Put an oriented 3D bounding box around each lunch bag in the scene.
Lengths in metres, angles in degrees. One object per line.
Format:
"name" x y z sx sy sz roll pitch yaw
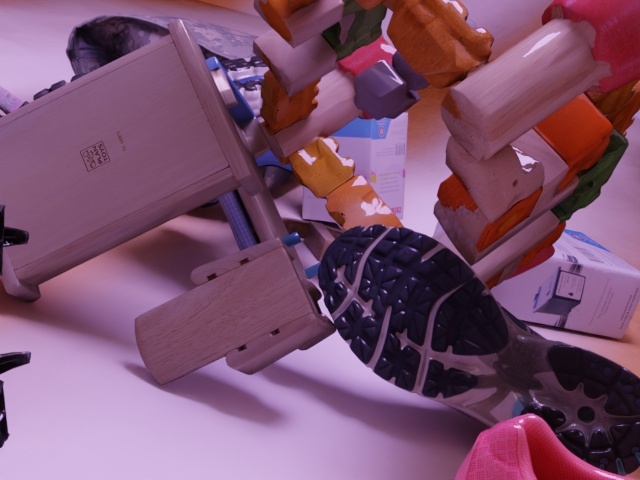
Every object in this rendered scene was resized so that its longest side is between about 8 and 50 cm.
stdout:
"lunch bag" -0.142 -0.180 1.515 0.287 0.168 0.235 24 14 9

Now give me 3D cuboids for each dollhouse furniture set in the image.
"dollhouse furniture set" -0.118 0.011 1.055 0.286 0.198 0.303 65 5 16

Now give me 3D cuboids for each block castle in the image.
"block castle" 0.108 -0.138 1.058 0.303 0.213 0.453 51 -16 16

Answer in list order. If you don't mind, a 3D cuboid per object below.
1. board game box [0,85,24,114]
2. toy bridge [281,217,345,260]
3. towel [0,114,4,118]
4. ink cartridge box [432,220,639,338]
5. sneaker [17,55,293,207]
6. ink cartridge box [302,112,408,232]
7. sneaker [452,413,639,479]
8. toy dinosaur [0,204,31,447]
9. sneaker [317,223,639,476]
"board game box" -0.319 -0.134 1.358 0.090 0.020 0.090 31 -10 41
"toy bridge" 0.000 0.000 1.321 0.188 0.026 0.063 12 15 -22
"towel" -0.376 -0.128 1.330 0.110 0.027 0.148 4 21 -45
"ink cartridge box" 0.230 0.031 1.373 0.191 0.082 0.139 10 17 -24
"sneaker" -0.157 -0.094 1.295 0.330 0.147 0.130 -7 27 -15
"ink cartridge box" 0.039 -0.076 1.441 0.090 0.143 0.092 6 8 29
"sneaker" 0.182 0.196 0.635 0.314 0.136 0.116 28 19 31
"toy dinosaur" -0.278 0.035 0.671 0.219 0.164 0.322 3 37 3
"sneaker" 0.118 0.095 0.981 0.283 0.110 0.122 35 -8 9
